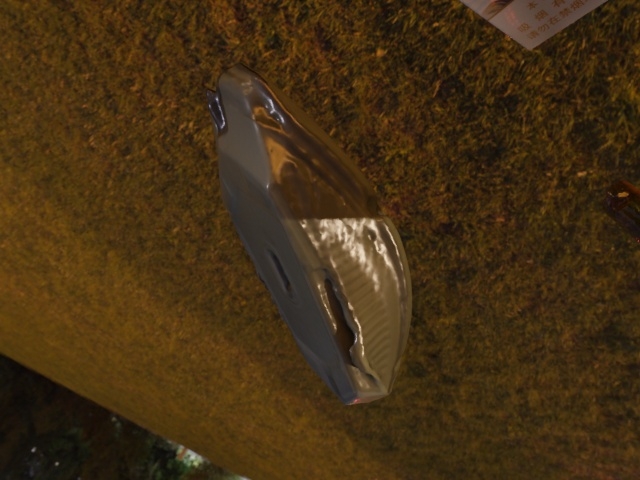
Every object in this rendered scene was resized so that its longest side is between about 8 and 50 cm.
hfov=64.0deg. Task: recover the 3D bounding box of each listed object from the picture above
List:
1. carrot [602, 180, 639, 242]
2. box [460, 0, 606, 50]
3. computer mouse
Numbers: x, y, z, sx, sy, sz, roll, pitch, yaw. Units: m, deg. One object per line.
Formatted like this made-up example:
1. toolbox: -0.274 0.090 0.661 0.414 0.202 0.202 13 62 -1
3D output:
1. carrot: 0.497 0.018 0.707 0.260 0.070 0.070 58 164 35
2. box: 0.200 -0.304 0.512 0.233 0.066 0.150 17 151 -31
3. computer mouse: 0.002 -0.004 0.615 0.428 0.146 0.228 66 161 -13
